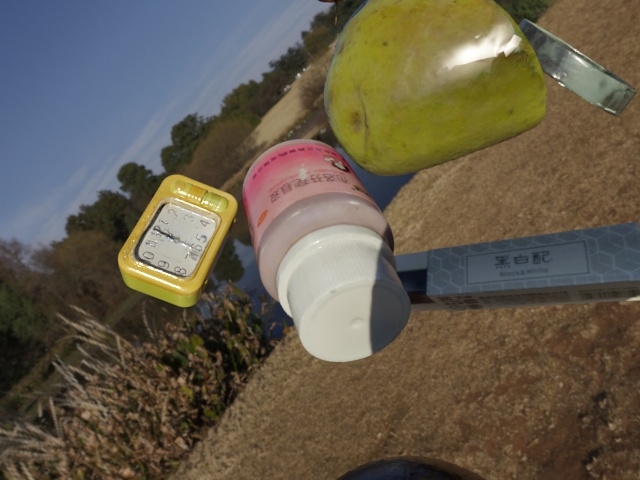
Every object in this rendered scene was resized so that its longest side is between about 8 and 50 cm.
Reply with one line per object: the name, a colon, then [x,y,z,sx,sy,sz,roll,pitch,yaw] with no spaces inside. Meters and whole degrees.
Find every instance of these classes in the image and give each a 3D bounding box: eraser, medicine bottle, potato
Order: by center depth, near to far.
medicine bottle: [0.000,0.000,0.476,0.147,0.147,0.247,-39,37,11]
potato: [0.146,-0.228,0.706,0.280,0.330,0.212,-36,11,10]
eraser: [0.311,0.058,0.768,0.404,0.098,0.096,-9,62,36]

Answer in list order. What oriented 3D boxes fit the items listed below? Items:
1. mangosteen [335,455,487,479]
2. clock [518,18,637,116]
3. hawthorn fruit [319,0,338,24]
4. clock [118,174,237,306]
mangosteen: [0.105,0.409,0.460,0.306,0.306,0.359,-36,23,21]
clock: [0.513,-0.360,0.930,0.055,0.281,0.280,-57,4,35]
hawthorn fruit: [0.026,-0.401,0.647,0.125,0.140,0.125,-23,15,6]
clock: [-0.239,-0.002,0.778,0.096,0.144,0.202,126,165,-59]
